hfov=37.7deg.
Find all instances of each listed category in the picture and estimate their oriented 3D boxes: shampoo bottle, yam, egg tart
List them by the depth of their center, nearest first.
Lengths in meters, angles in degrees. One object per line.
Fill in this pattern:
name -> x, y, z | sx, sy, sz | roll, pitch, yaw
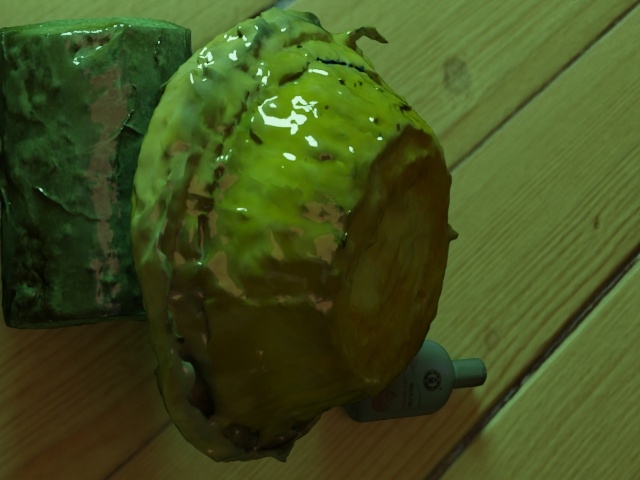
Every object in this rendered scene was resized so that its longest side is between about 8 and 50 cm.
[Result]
yam -> -0.179, -0.056, 0.754 | 0.161, 0.161, 0.268 | -2, 93, -30
egg tart -> 0.000, 0.000, 0.771 | 0.388, 0.169, 0.388 | -22, 116, -58
shampoo bottle -> 0.100, 0.143, 0.976 | 0.165, 0.040, 0.080 | 0, 88, -29
